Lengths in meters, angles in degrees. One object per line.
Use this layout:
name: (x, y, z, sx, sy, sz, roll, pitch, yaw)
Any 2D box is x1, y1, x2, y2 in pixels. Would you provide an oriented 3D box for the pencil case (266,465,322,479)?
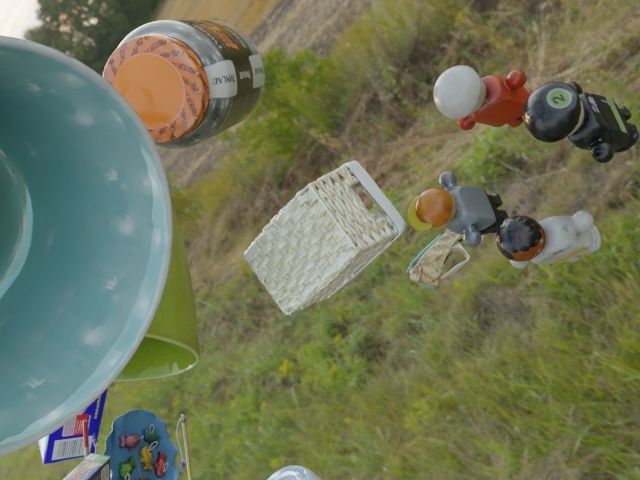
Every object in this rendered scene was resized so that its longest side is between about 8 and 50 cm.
pencil case: (0.053, 0.309, 0.665, 0.113, 0.273, 0.124, -59, 21, -10)

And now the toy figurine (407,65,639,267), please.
toy figurine: (0.212, -0.080, 0.812, 0.213, 0.148, 0.209, 30, 111, 48)

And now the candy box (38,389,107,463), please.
candy box: (-0.573, 0.277, 1.634, 0.317, 0.122, 0.268, 52, 132, 46)

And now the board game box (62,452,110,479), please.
board game box: (-0.347, 0.429, 1.055, 0.136, 0.035, 0.201, -42, -43, -73)

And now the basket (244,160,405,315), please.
basket: (0.000, 0.000, 0.897, 0.103, 0.113, 0.167, -25, -15, -51)

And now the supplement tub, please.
supplement tub: (-0.214, -0.256, 1.187, 0.193, 0.194, 0.316, -56, 3, 19)

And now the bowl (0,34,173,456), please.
bowl: (-0.287, -0.002, 0.573, 0.163, 0.311, 0.311, 14, 76, 40)

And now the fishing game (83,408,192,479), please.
fishing game: (-0.314, 0.394, 1.319, 0.041, 0.264, 0.189, -19, 68, 27)

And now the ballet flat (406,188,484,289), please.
ballet flat: (0.226, 0.002, 1.214, 0.206, 0.067, 0.073, -49, -16, -15)

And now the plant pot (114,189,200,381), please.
plant pot: (-0.291, 0.013, 0.969, 0.275, 0.275, 0.293, -36, 50, 53)
